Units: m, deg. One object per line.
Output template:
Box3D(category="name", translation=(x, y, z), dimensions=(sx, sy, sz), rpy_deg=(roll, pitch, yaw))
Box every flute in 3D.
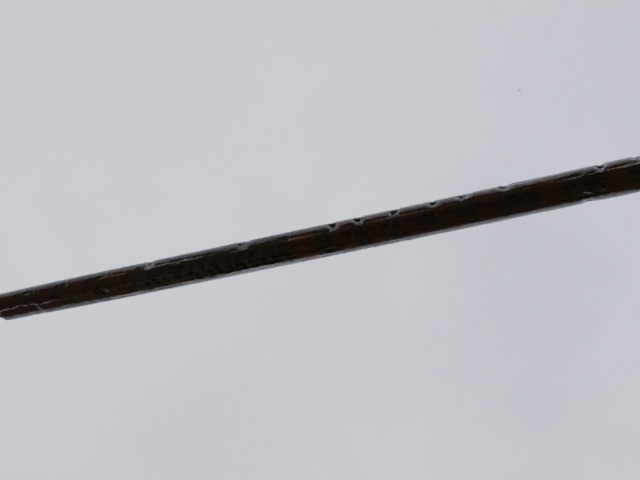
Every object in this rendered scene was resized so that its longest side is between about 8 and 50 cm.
Box3D(category="flute", translation=(0.000, 0.000, 0.536), dimensions=(0.269, 0.014, 0.014), rpy_deg=(-12, -86, 17))
